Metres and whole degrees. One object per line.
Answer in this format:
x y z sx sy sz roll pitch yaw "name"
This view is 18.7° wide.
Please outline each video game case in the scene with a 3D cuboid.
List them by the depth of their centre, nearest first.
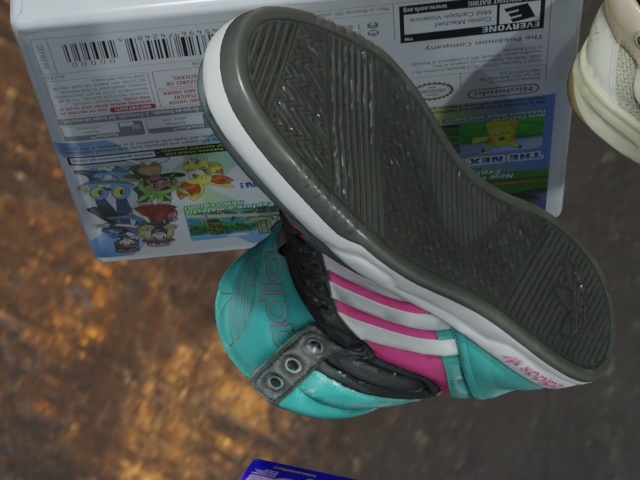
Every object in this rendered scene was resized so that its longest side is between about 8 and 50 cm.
-0.005 -0.082 1.228 0.329 0.300 0.036 -6 62 1 "video game case"

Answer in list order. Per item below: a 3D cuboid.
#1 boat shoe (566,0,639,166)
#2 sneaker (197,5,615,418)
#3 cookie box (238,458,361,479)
0.281 -0.050 1.087 0.302 0.098 0.109 34 53 13 "boat shoe"
0.000 0.000 0.995 0.295 0.178 0.124 39 48 -36 "sneaker"
-0.004 0.200 1.245 0.091 0.107 0.040 8 36 27 "cookie box"
